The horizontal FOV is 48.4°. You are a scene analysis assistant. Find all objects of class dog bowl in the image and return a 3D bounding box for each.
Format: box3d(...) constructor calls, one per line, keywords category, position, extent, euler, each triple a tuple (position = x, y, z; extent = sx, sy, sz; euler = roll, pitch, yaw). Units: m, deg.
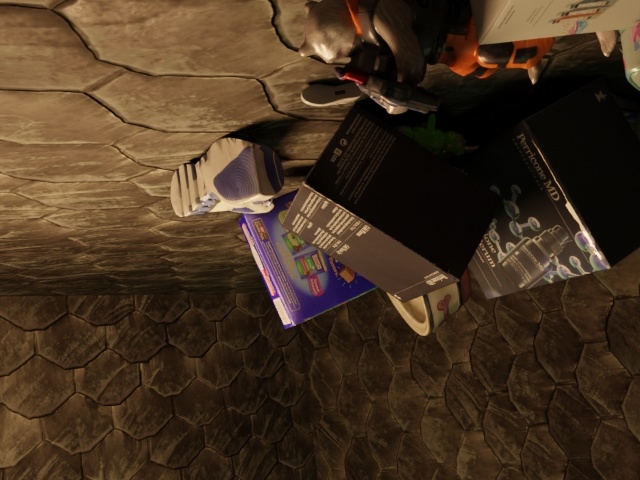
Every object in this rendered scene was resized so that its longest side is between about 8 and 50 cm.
box3d(category="dog bowl", position=(0.246, 0.039, 1.880), extent=(0.150, 0.408, 0.408), euler=(-25, 172, -8))

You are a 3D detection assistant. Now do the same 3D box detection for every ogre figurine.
box3d(category="ogre figurine", position=(0.186, -0.188, 1.334), extent=(0.197, 0.097, 0.118), euler=(25, 178, -7))

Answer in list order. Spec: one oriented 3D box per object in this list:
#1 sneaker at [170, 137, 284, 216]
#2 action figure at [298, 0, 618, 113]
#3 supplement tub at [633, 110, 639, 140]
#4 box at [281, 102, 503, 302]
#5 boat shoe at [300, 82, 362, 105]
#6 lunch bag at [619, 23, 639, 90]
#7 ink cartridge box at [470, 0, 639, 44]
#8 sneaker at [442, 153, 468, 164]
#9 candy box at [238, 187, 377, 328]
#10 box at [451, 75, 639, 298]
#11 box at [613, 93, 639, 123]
box3d(category="sneaker", position=(-0.145, -0.121, 1.391), extent=(0.182, 0.128, 0.315), euler=(-5, 177, -38))
box3d(category="action figure", position=(0.135, -0.254, 0.880), extent=(0.329, 0.179, 0.341), euler=(0, -164, -9))
box3d(category="supplement tub", position=(0.775, -0.185, 1.394), extent=(0.241, 0.241, 0.331), euler=(-16, 168, 37))
box3d(category="box", position=(0.116, -0.051, 1.355), extent=(0.312, 0.179, 0.343), euler=(33, 166, -3))
box3d(category="boat shoe", position=(0.016, -0.227, 1.124), extent=(0.100, 0.035, 0.035), euler=(-12, 169, -16))
box3d(category="lunch bag", position=(0.568, -0.292, 0.992), extent=(0.279, 0.108, 0.224), euler=(-15, 171, 37))
box3d(category="ink cartridge box", position=(0.245, -0.285, 0.699), extent=(0.176, 0.128, 0.127), euler=(-8, 170, -6))
box3d(category="sneaker", position=(0.335, -0.160, 1.661), extent=(0.188, 0.071, 0.066), euler=(-2, 169, -28))
box3d(category="candy box", position=(0.018, 0.008, 1.574), extent=(0.317, 0.268, 0.122), euler=(-23, 177, -15))
box3d(category="box", position=(0.429, -0.082, 1.394), extent=(0.211, 0.294, 0.395), euler=(-29, 178, -22))
box3d(category="box", position=(0.547, -0.240, 1.482), extent=(0.136, 0.037, 0.225), euler=(0, 166, -38))
